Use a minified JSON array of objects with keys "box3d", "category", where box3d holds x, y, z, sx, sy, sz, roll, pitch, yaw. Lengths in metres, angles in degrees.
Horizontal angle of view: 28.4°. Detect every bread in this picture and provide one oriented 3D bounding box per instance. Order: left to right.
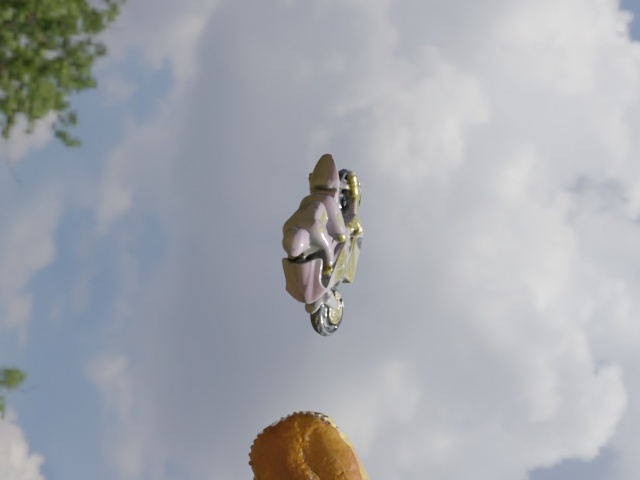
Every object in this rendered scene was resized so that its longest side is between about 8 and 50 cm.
[{"box3d":[-0.009,0.307,1.587,0.190,0.132,0.114,60,1,10],"category":"bread"}]

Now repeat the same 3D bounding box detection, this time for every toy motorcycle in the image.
[{"box3d":[0.000,0.000,1.591,0.073,0.152,0.225,0,-109,29],"category":"toy motorcycle"}]
